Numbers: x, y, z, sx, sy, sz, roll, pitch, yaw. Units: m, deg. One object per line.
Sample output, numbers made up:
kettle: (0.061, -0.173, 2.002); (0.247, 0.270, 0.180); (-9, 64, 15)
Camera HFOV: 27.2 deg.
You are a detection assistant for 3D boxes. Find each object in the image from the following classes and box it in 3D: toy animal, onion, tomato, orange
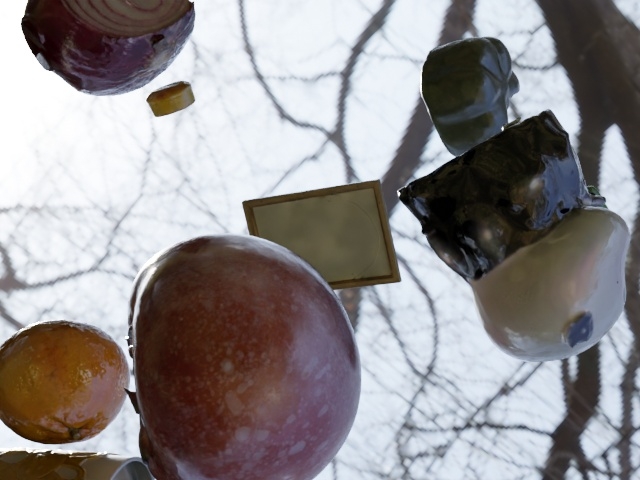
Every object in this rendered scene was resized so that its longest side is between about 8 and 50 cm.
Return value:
toy animal: (0.240, -0.002, 1.486); (0.212, 0.266, 0.212); (-35, -179, 0)
onion: (-0.325, -0.310, 1.966); (0.216, 0.207, 0.206); (44, -121, 14)
tomato: (-0.075, 0.125, 1.281); (0.227, 0.270, 0.270); (-5, -141, -11)
orange: (-0.329, 0.181, 1.676); (0.177, 0.177, 0.155); (-17, -120, 36)

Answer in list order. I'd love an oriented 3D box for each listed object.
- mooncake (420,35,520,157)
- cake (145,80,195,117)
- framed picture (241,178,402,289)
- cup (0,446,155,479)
mooncake: (0.212, -0.198, 1.823); (0.104, 0.168, 0.175); (-11, -113, 25)
cake: (-0.256, -0.243, 2.264); (0.084, 0.044, 0.084); (-18, -165, 5)
framed picture: (0.000, 0.000, 1.717); (0.201, 0.136, 0.010); (-8, -169, 28)
cup: (-0.326, 0.340, 1.697); (0.226, 0.185, 0.241); (6, -158, 17)
